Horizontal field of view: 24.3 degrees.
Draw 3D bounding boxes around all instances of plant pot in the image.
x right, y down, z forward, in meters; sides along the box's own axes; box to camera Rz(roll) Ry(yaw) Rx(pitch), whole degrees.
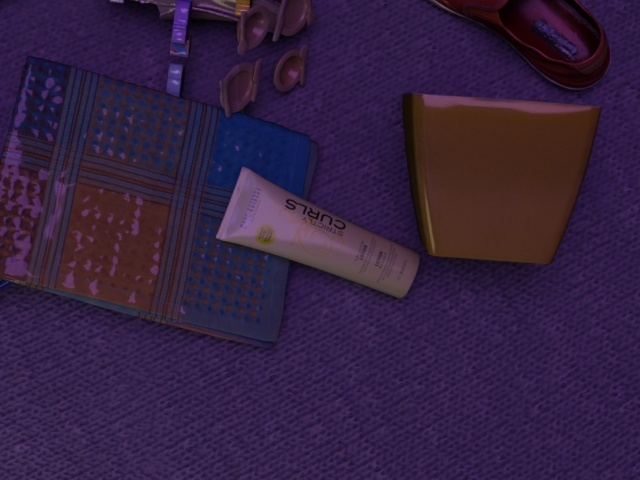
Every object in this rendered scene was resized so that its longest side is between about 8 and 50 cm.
[{"bbox_3d":[0.201,-0.074,1.760,0.212,0.212,0.187,4,96,0],"label":"plant pot"}]

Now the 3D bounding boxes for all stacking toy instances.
[{"bbox_3d":[-0.170,-0.224,1.791,0.167,0.052,0.221,7,117,0],"label":"stacking toy"}]

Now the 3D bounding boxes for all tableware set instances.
[{"bbox_3d":[-0.061,-0.228,1.785,0.020,0.141,0.169,29,38,30],"label":"tableware set"}]

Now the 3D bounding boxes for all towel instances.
[{"bbox_3d":[-0.201,-0.044,1.772,0.370,0.040,0.271,15,82,-16],"label":"towel"}]

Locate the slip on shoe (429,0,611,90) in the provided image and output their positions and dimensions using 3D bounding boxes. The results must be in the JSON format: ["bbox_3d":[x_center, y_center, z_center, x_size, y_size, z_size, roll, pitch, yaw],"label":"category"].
[{"bbox_3d":[0.223,-0.311,1.834,0.331,0.101,0.123,40,85,5],"label":"slip on shoe"}]

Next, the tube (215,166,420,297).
[{"bbox_3d":[0.000,0.000,1.783,0.240,0.062,0.070,23,38,-10],"label":"tube"}]

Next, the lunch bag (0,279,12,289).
[{"bbox_3d":[-0.395,-0.006,1.785,0.151,0.096,0.128,-27,89,-1],"label":"lunch bag"}]

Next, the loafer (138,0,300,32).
[{"bbox_3d":[-0.155,-0.311,1.833,0.269,0.102,0.092,21,122,-8],"label":"loafer"}]
